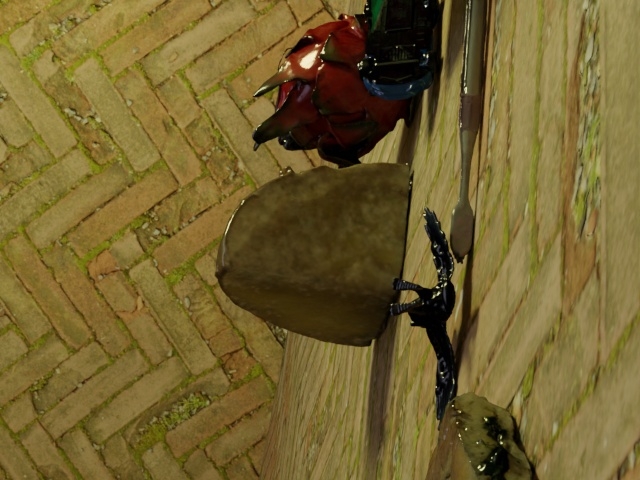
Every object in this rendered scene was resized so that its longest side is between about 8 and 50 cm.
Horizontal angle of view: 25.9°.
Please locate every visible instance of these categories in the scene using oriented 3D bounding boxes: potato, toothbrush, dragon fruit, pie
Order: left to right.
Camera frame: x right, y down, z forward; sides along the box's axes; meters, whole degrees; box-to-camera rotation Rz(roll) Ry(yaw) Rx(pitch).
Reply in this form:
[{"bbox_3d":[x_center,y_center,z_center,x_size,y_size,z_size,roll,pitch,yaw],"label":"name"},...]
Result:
[{"bbox_3d":[-0.021,0.007,1.847,0.189,0.264,0.211,129,146,-62],"label":"potato"},{"bbox_3d":[0.022,-0.204,1.946,0.274,0.192,0.193,-36,21,9],"label":"dragon fruit"},{"bbox_3d":[0.107,0.217,1.023,0.218,0.052,0.185,-98,20,-70],"label":"pie"},{"bbox_3d":[0.152,-0.136,1.418,0.029,0.024,0.354,90,-174,-62],"label":"toothbrush"}]

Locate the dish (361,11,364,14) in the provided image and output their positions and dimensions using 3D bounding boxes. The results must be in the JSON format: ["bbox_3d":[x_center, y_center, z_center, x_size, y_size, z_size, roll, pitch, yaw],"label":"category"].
[{"bbox_3d":[0.106,-0.334,2.203,0.141,0.078,0.141,-43,-1,-1],"label":"dish"}]

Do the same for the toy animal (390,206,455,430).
[{"bbox_3d":[0.105,0.065,1.312,0.108,0.062,0.220,50,-144,-64],"label":"toy animal"}]

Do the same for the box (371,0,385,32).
[{"bbox_3d":[0.144,-0.420,1.637,0.336,0.106,0.264,111,168,-64],"label":"box"}]

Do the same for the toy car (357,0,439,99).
[{"bbox_3d":[0.106,-0.252,1.815,0.063,0.103,0.216,73,-163,-46],"label":"toy car"}]
